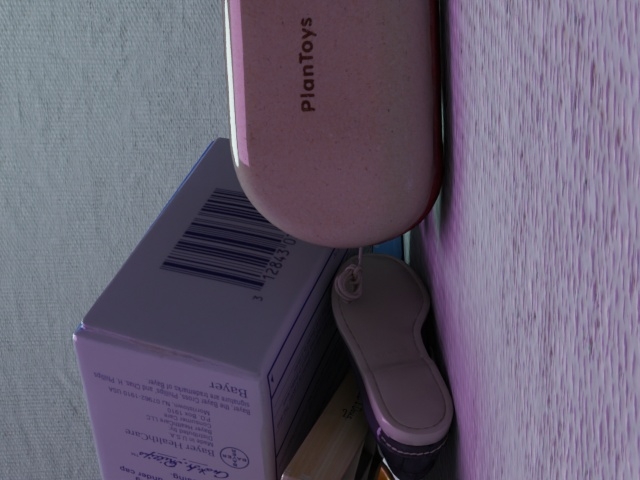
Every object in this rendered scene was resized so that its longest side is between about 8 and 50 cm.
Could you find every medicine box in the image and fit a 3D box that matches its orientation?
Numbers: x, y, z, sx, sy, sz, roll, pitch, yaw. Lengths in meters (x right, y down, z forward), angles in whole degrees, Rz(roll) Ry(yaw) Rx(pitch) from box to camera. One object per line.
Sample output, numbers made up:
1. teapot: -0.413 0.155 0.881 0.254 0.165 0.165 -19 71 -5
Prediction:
1. medicine box: -0.062 0.110 1.008 0.263 0.149 0.289 -62 -22 -47

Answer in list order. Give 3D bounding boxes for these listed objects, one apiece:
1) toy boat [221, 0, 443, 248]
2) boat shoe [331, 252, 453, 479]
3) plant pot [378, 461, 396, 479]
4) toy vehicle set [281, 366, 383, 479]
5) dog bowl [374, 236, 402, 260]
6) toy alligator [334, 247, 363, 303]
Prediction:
1. toy boat: 0.024 -0.112 0.843 0.151 0.151 0.231 -18 -72 -61
2. boat shoe: 0.049 0.088 0.896 0.206 0.075 0.065 -104 13 -52
3. plant pot: -0.001 0.318 1.159 0.188 0.205 0.205 68 -168 -45
4. toy vehicle set: 0.010 0.191 0.924 0.267 0.035 0.166 -47 -27 -66
5. dog bowl: 0.033 0.045 1.199 0.166 0.074 0.297 -96 3 -49
6. toy alligator: 0.047 -0.044 0.915 0.051 0.056 0.189 -19 54 43
